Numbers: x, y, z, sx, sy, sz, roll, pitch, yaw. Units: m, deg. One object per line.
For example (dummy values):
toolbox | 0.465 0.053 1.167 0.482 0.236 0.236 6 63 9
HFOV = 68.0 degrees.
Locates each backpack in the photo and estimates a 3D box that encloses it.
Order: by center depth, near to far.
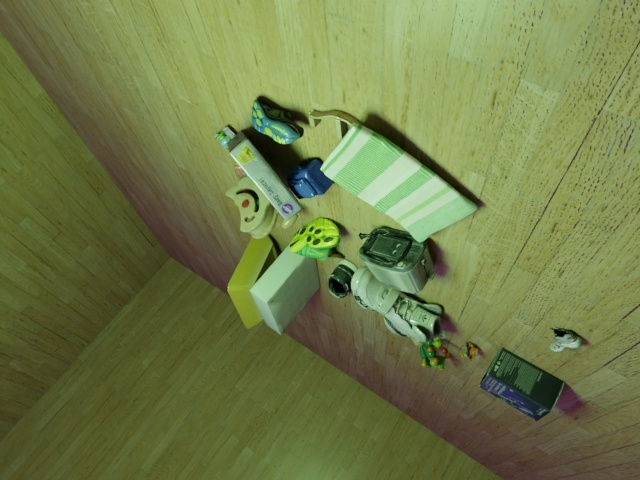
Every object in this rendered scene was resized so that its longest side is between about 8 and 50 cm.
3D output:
backpack | -0.044 -0.169 1.331 0.120 0.101 0.098 7 136 54

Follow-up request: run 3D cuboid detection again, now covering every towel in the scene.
towel | 0.168 -0.126 1.115 0.324 0.038 0.248 36 156 -5

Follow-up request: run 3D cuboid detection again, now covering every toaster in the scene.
toaster | 0.213 0.057 1.344 0.227 0.129 0.146 15 151 42

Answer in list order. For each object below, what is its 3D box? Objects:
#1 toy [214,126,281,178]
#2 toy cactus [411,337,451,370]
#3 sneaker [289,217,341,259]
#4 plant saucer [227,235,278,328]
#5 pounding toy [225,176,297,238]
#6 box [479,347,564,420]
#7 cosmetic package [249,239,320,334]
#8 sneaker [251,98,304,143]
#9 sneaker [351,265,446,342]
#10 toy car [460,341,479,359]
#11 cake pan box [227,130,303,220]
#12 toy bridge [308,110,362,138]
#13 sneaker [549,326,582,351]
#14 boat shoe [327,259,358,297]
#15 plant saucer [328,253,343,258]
toy | -0.248 -0.253 1.537 0.237 0.056 0.137 46 158 -20
toy cactus | 0.409 0.399 1.788 0.180 0.112 0.219 49 167 27
sneaker | 0.000 0.000 1.625 0.123 0.110 0.295 24 164 -22
plant saucer | -0.251 0.165 2.006 0.080 0.333 0.333 9 143 16
pounding toy | -0.199 -0.086 1.621 0.269 0.154 0.155 39 -178 36
box | 0.634 0.458 1.510 0.207 0.108 0.153 29 156 23
cosmetic package | -0.131 0.195 1.934 0.097 0.284 0.377 30 156 19
sneaker | -0.114 -0.302 1.212 0.188 0.078 0.067 41 133 32
sneaker | 0.268 0.213 1.565 0.210 0.137 0.366 8 148 51
toy car | 0.519 0.379 1.653 0.040 0.060 0.122 -9 172 0
cake pan box | -0.168 -0.195 1.376 0.246 0.070 0.267 53 180 -22
toy bridge | 0.047 -0.266 1.095 0.188 0.026 0.063 28 155 24
sneaker | 0.616 0.251 1.229 0.069 0.038 0.098 40 149 0
boat shoe | 0.070 0.167 1.825 0.114 0.091 0.302 32 157 14
plant saucer | 0.043 0.057 1.711 0.083 0.015 0.083 3 174 0
